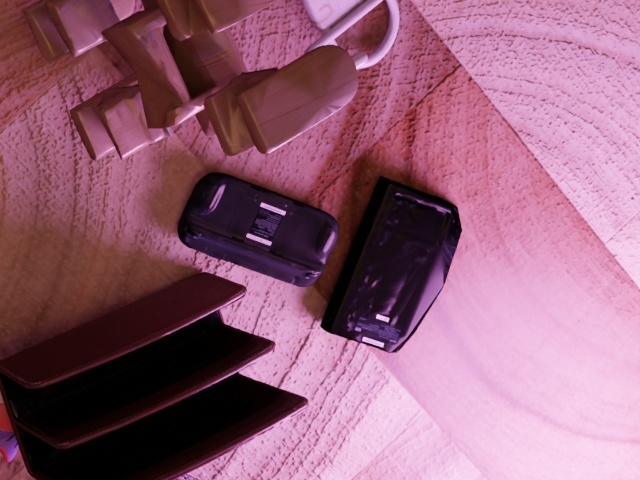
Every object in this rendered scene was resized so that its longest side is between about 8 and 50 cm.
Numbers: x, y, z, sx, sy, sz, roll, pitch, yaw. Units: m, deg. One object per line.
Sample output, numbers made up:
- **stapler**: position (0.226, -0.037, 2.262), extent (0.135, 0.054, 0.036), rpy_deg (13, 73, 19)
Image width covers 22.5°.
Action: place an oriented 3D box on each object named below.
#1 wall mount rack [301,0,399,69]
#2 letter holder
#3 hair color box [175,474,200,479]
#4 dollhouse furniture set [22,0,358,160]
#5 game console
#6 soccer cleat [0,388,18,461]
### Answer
- **wall mount rack**: position (0.073, -0.366, 1.894), extent (0.304, 0.130, 0.350), rpy_deg (-40, 128, -16)
- **letter holder**: position (-0.194, 0.174, 1.898), extent (0.301, 0.214, 0.152), rpy_deg (-24, 110, -28)
- **hair color box**: position (-0.168, 0.415, 1.937), extent (0.105, 0.347, 0.174), rpy_deg (28, 95, -21)
- **dollhouse furniture set**: position (-0.141, -0.311, 1.761), extent (0.256, 0.362, 0.394), rpy_deg (-34, 110, -31)
- **game console**: position (0.000, 0.000, 2.046), extent (0.361, 0.044, 0.213), rpy_deg (20, 96, -21)
- **soccer cleat**: position (-0.507, 0.208, 1.911), extent (0.318, 0.108, 0.117), rpy_deg (2, 100, -21)
